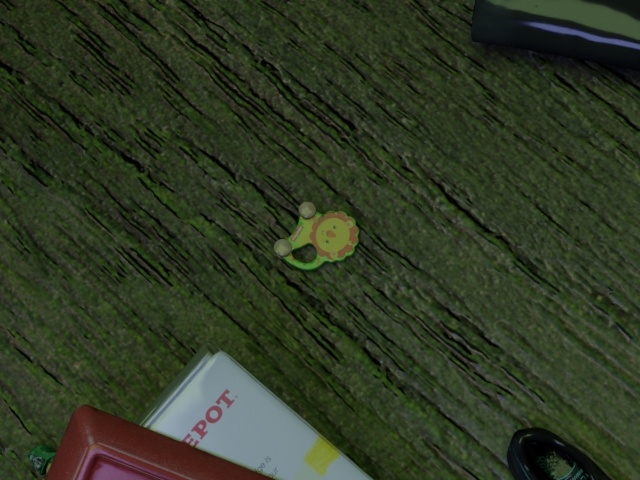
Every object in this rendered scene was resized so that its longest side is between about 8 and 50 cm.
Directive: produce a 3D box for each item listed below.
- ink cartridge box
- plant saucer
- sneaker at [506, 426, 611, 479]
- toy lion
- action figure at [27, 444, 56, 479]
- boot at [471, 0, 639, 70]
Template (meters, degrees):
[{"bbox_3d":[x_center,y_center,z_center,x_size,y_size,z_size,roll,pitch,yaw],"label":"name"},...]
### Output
[{"bbox_3d":[-0.075,0.341,1.464,0.384,0.160,0.279,42,83,-7],"label":"ink cartridge box"},{"bbox_3d":[-0.190,0.341,1.341,0.259,0.048,0.258,23,87,-7],"label":"plant saucer"},{"bbox_3d":[0.319,0.326,1.498,0.101,0.106,0.267,-44,66,-7],"label":"sneaker"},{"bbox_3d":[0.000,0.000,1.707,0.096,0.034,0.100,32,80,10],"label":"toy lion"},{"bbox_3d":[-0.304,0.349,1.613,0.232,0.063,0.137,45,126,27],"label":"action figure"},{"bbox_3d":[0.408,-0.242,1.649,0.445,0.146,0.367,20,67,11],"label":"boot"}]
